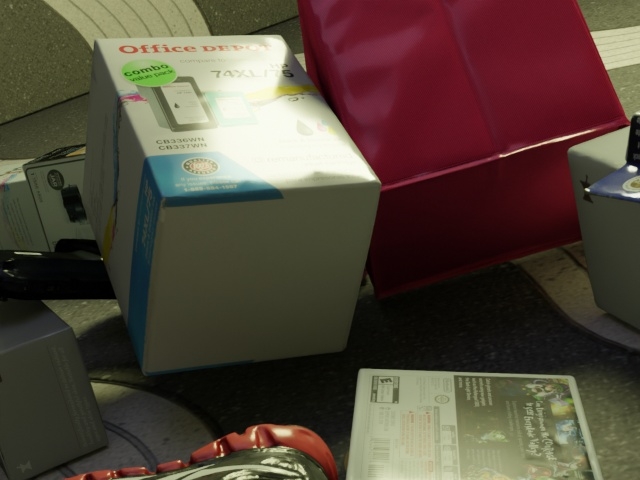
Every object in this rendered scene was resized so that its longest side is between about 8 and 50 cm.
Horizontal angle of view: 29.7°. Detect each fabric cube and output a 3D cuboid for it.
[{"bbox_3d":[0.135,-0.132,1.224,0.259,0.258,0.254,-15,-26,-3],"label":"fabric cube"}]

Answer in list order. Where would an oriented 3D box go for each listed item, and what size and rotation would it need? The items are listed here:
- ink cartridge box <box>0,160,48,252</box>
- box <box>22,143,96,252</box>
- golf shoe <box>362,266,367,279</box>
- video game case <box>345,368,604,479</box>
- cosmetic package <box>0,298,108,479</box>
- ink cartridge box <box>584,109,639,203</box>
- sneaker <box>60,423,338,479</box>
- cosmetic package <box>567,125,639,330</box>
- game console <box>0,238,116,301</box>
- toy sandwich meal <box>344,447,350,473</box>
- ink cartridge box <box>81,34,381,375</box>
[{"bbox_3d":[-0.435,-0.047,1.821,0.176,0.128,0.127,-5,19,26],"label":"ink cartridge box"},{"bbox_3d":[-0.242,-0.055,1.624,0.290,0.169,0.087,-8,16,27],"label":"box"},{"bbox_3d":[0.000,0.000,1.384,0.140,0.115,0.306,-21,7,44],"label":"golf shoe"},{"bbox_3d":[0.109,0.144,0.877,0.173,0.022,0.190,1,18,4],"label":"video game case"},{"bbox_3d":[-0.294,0.127,1.160,0.107,0.127,0.238,-22,20,-24],"label":"cosmetic package"},{"bbox_3d":[0.341,-0.079,0.873,0.224,0.045,0.223,-25,22,-26],"label":"ink cartridge box"},{"bbox_3d":[-0.111,0.206,0.799,0.276,0.098,0.135,-16,15,-9],"label":"sneaker"},{"bbox_3d":[0.471,-0.054,1.022,0.453,0.161,0.230,-18,19,-11],"label":"cosmetic package"},{"bbox_3d":[-0.237,0.034,1.260,0.213,0.044,0.361,12,4,32],"label":"game console"},{"bbox_3d":[0.056,0.168,0.902,0.085,0.029,0.085,-7,27,3],"label":"toy sandwich meal"},{"bbox_3d":[-0.097,-0.044,1.129,0.198,0.197,0.270,-5,39,-22],"label":"ink cartridge box"}]
